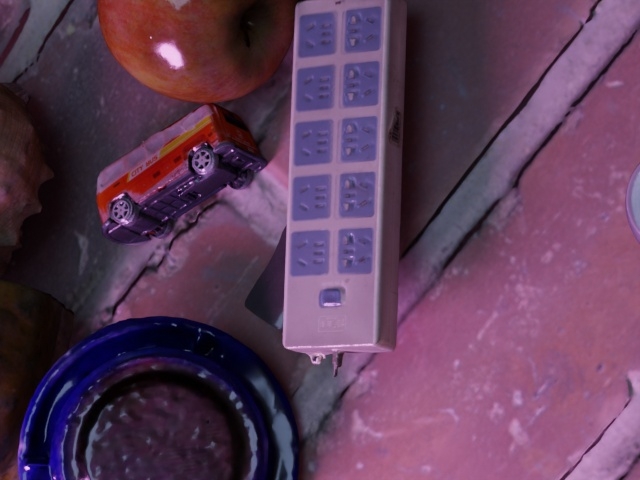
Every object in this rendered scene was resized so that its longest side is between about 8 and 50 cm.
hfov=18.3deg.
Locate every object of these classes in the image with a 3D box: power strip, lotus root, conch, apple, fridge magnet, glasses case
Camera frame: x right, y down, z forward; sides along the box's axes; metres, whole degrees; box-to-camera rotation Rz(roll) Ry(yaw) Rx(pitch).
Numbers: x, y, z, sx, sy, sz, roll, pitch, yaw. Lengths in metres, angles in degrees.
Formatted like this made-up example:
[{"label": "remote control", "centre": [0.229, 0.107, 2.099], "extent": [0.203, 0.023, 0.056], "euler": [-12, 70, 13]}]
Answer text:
[{"label": "power strip", "centre": [0.023, -0.056, 1.833], "extent": [0.106, 0.043, 0.367], "euler": [-4, 78, 31]}, {"label": "lotus root", "centre": [-0.406, 0.159, 1.919], "extent": [0.267, 0.149, 0.260], "euler": [8, 76, 12]}, {"label": "conch", "centre": [-0.404, -0.103, 2.016], "extent": [0.263, 0.186, 0.324], "euler": [-6, 106, 32]}, {"label": "apple", "centre": [-0.119, -0.227, 1.893], "extent": [0.174, 0.188, 0.188], "euler": [18, 92, 33]}, {"label": "fridge magnet", "centre": [-0.151, 0.202, 1.861], "extent": [0.265, 0.112, 0.265], "euler": [1, 83, -5]}, {"label": "glasses case", "centre": [0.000, -0.002, 1.888], "extent": [0.072, 0.042, 0.190], "euler": [36, 99, 33]}]

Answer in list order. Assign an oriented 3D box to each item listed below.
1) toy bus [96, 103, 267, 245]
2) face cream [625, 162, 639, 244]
[{"label": "toy bus", "centre": [-0.145, -0.065, 1.948], "extent": [0.174, 0.079, 0.077], "euler": [-31, 64, 21]}, {"label": "face cream", "centre": [0.320, -0.030, 1.695], "extent": [0.117, 0.104, 0.117], "euler": [-4, 81, 25]}]
